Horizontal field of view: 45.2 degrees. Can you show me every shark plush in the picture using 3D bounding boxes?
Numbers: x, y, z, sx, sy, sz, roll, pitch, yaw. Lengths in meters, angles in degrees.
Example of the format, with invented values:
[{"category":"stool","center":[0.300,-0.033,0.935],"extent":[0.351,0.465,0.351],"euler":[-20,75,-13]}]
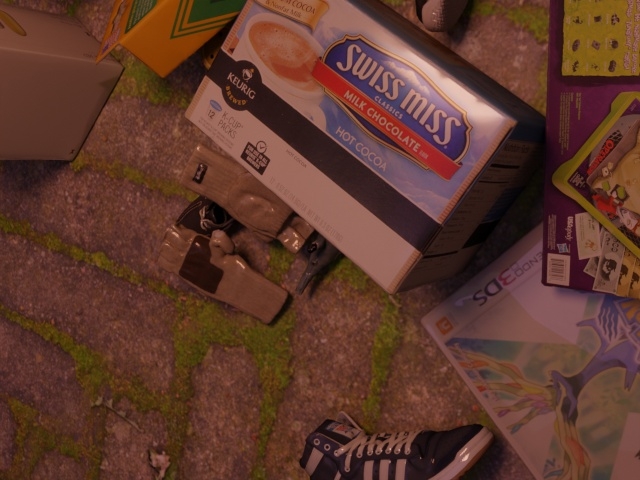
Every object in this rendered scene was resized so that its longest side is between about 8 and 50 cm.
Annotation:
[{"category":"shark plush","center":[0.000,0.000,1.064],"extent":[0.073,0.067,0.161],"euler":[49,116,16]}]

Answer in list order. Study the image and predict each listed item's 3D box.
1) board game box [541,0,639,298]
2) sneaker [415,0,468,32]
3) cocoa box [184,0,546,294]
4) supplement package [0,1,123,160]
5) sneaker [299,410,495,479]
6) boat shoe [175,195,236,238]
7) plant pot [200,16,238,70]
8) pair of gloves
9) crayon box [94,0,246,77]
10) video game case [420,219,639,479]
[{"category":"board game box","center":[0.337,-0.105,0.785],"extent":[0.208,0.056,0.347],"euler":[10,113,35]},{"category":"sneaker","center":[0.104,-0.385,0.948],"extent":[0.153,0.101,0.269],"euler":[1,90,31]},{"category":"cocoa box","center":[0.065,-0.141,0.916],"extent":[0.347,0.231,0.228],"euler":[41,113,20]},{"category":"supplement package","center":[-0.484,-0.246,1.205],"extent":[0.145,0.261,0.204],"euler":[46,115,18]},{"category":"sneaker","center":[0.086,0.279,1.027],"extent":[0.282,0.099,0.153],"euler":[-41,77,30]},{"category":"boat shoe","center":[-0.155,-0.048,1.150],"extent":[0.206,0.065,0.075],"euler":[-26,82,30]},{"category":"plant pot","center":[-0.113,-0.265,1.085],"extent":[0.134,0.095,0.134],"euler":[4,97,29]},{"category":"pair of gloves","center":[-0.120,-0.006,1.102],"extent":[0.204,0.042,0.240],"euler":[24,121,1]},{"category":"crayon box","center":[-0.161,-0.363,1.051],"extent":[0.323,0.083,0.203],"euler":[-31,40,29]},{"category":"video game case","center":[0.323,0.140,0.910],"extent":[0.300,0.036,0.329],"euler":[-43,74,27]}]
